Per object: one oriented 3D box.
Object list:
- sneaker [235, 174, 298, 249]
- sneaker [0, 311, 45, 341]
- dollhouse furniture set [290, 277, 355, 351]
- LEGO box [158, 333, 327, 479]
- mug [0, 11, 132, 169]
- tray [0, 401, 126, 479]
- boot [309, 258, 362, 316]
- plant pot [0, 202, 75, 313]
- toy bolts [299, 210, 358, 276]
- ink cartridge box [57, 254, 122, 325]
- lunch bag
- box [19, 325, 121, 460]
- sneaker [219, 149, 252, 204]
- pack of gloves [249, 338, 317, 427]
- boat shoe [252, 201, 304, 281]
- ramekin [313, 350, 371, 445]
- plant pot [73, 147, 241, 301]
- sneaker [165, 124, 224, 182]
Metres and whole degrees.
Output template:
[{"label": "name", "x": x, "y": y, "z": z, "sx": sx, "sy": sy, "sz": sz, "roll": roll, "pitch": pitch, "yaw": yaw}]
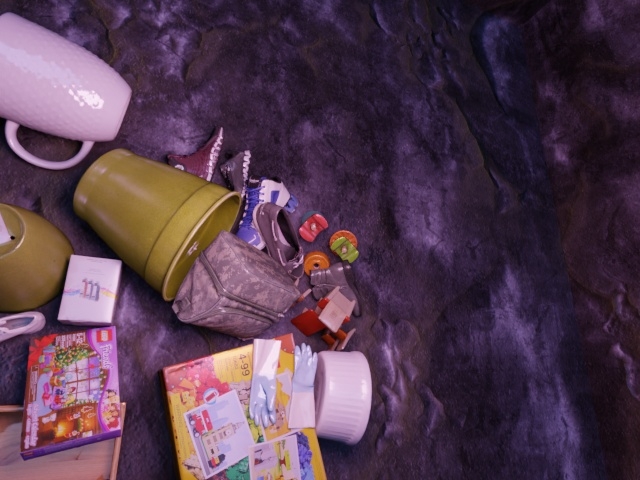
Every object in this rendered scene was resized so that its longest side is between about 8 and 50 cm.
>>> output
[{"label": "sneaker", "x": -0.215, "y": -0.113, "z": 1.372, "sx": 0.315, "sy": 0.127, "sz": 0.182, "roll": -55, "pitch": 133, "yaw": -35}, {"label": "sneaker", "x": -0.823, "y": 0.229, "z": 1.025, "sx": 0.212, "sy": 0.094, "sz": 0.080, "roll": -23, "pitch": 86, "yaw": -29}, {"label": "dollhouse furniture set", "x": -0.012, "y": 0.253, "z": 1.312, "sx": 0.262, "sy": 0.259, "sz": 0.135, "roll": 43, "pitch": 51, "yaw": -5}, {"label": "LEGO box", "x": -0.217, "y": 0.560, "z": 1.149, "sx": 0.372, "sy": 0.193, "sz": 0.500, "roll": -9, "pitch": 78, "yaw": -27}, {"label": "mug", "x": -0.762, "y": -0.391, "z": 1.184, "sx": 0.328, "sy": 0.276, "sz": 0.374, "roll": 20, "pitch": 96, "yaw": -26}, {"label": "tray", "x": -0.716, "y": 0.509, "z": 0.998, "sx": 0.411, "sy": 0.076, "sz": 0.203, "roll": 8, "pitch": 71, "yaw": -22}, {"label": "boot", "x": 0.053, "y": 0.185, "z": 1.463, "sx": 0.161, "sy": 0.083, "sz": 0.246, "roll": -18, "pitch": 117, "yaw": 3}, {"label": "plant pot", "x": -0.775, "y": 0.024, "z": 1.000, "sx": 0.275, "sy": 0.293, "sz": 0.275, "roll": 8, "pitch": 71, "yaw": -23}, {"label": "toy bolts", "x": 0.000, "y": 0.000, "z": 1.501, "sx": 0.218, "sy": 0.158, "sz": 0.228, "roll": -37, "pitch": 104, "yaw": 10}, {"label": "ink cartridge box", "x": -0.630, "y": 0.145, "z": 1.125, "sx": 0.127, "sy": 0.128, "sz": 0.176, "roll": 10, "pitch": 70, "yaw": -23}, {"label": "lunch bag", "x": -0.243, "y": 0.159, "z": 1.192, "sx": 0.256, "sy": 0.305, "sz": 0.212, "roll": -45, "pitch": 54, "yaw": 7}, {"label": "box", "x": -0.621, "y": 0.367, "z": 1.028, "sx": 0.201, "sy": 0.057, "sz": 0.293, "roll": -4, "pitch": 48, "yaw": -27}, {"label": "sneaker", "x": -0.307, "y": -0.223, "z": 1.434, "sx": 0.106, "sy": 0.078, "sz": 0.234, "roll": 10, "pitch": 66, "yaw": -19}, {"label": "pack of gloves", "x": -0.093, "y": 0.395, "z": 1.124, "sx": 0.195, "sy": 0.046, "sz": 0.232, "roll": 10, "pitch": 69, "yaw": -22}, {"label": "boat shoe", "x": -0.114, "y": 0.019, "z": 1.337, "sx": 0.112, "sy": 0.095, "sz": 0.335, "roll": -56, "pitch": 136, "yaw": -36}, {"label": "ramekin", "x": 0.043, "y": 0.476, "z": 1.262, "sx": 0.135, "sy": 0.277, "sz": 0.277, "roll": 12, "pitch": 69, "yaw": -14}, {"label": "plant pot", "x": -0.477, "y": -0.075, "z": 1.170, "sx": 0.353, "sy": 0.366, "sz": 0.366, "roll": 32, "pitch": 62, "yaw": 0}, {"label": "sneaker", "x": -0.430, "y": -0.291, "z": 1.380, "sx": 0.162, "sy": 0.106, "sz": 0.281, "roll": 17, "pitch": 68, "yaw": -17}]
